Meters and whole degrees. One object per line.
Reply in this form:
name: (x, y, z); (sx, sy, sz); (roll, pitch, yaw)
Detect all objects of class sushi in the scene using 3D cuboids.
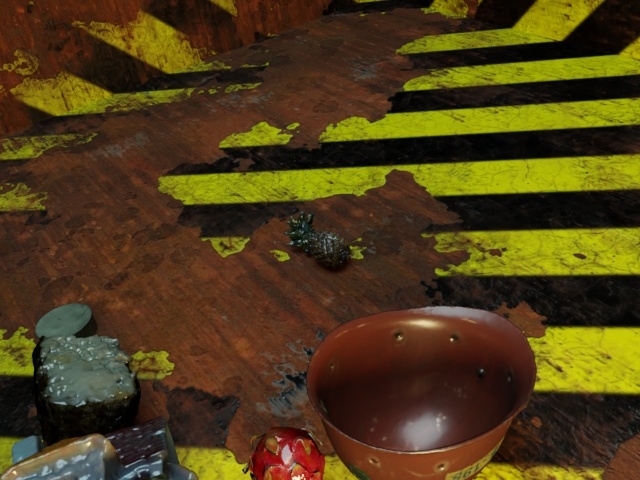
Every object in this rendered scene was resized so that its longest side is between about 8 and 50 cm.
sushi: (-0.449, 0.309, 1.442); (0.197, 0.181, 0.343); (-10, 24, -25)

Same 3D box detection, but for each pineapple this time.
pineapple: (-0.001, 0.000, 1.854); (0.083, 0.103, 0.221); (5, 16, -43)

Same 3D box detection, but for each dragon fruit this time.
dragon fruit: (-0.058, 0.380, 1.282); (0.133, 0.136, 0.166); (-54, 26, -15)

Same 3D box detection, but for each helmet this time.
helmet: (0.167, 0.293, 1.252); (0.385, 0.230, 0.338); (-23, 36, -32)

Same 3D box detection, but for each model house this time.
model house: (-0.355, 0.403, 1.163); (0.360, 0.297, 0.339); (-20, 39, -9)

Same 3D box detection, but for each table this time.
table: (-0.602, 0.207, 1.769); (0.134, 0.043, 0.133); (-8, 34, 5)
